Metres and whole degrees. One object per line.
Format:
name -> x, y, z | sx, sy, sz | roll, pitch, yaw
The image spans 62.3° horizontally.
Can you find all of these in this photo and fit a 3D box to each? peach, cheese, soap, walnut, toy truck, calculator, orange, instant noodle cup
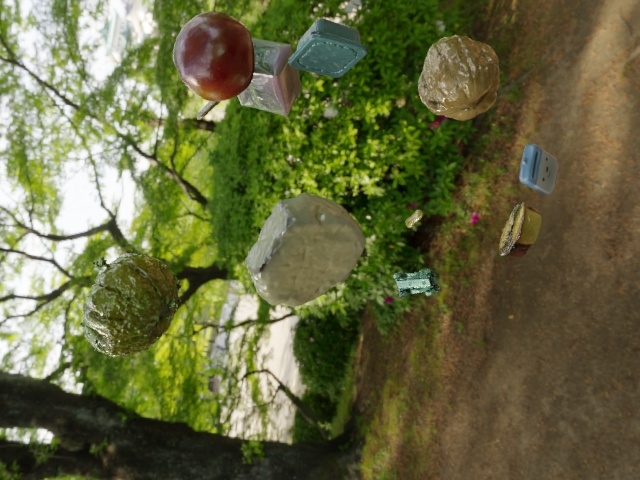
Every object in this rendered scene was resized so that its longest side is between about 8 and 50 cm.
peach -> -0.292, -0.517, 1.495 | 0.199, 0.244, 0.243 | -90, 16, -64
cheese -> -0.041, 0.027, 1.353 | 0.115, 0.318, 0.326 | 56, 174, 43
soap -> 0.321, -0.074, 1.817 | 0.089, 0.012, 0.034 | -49, 60, 48
soap -> -0.175, -0.522, 1.683 | 0.199, 0.182, 0.138 | 74, -141, -62
walnut -> 0.409, -0.487, 1.580 | 0.257, 0.224, 0.256 | -15, 61, 28
toy truck -> 0.296, 0.125, 1.614 | 0.154, 0.078, 0.080 | -14, 92, 51
calculator -> 0.647, -0.209, 1.570 | 0.039, 0.210, 0.120 | 6, 85, 45
orange -> -0.524, 0.190, 1.483 | 0.300, 0.223, 0.301 | 25, -93, -77
instant noodle cup -> 0.018, -0.481, 1.321 | 0.179, 0.157, 0.070 | 162, 112, -64

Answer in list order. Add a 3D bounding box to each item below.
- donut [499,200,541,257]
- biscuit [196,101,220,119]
donut -> 0.617, -0.029, 1.634 | 0.166, 0.074, 0.183 | -69, -3, -60
biscuit -> -0.348, -0.444, 1.715 | 0.147, 0.018, 0.071 | -42, 32, 2
